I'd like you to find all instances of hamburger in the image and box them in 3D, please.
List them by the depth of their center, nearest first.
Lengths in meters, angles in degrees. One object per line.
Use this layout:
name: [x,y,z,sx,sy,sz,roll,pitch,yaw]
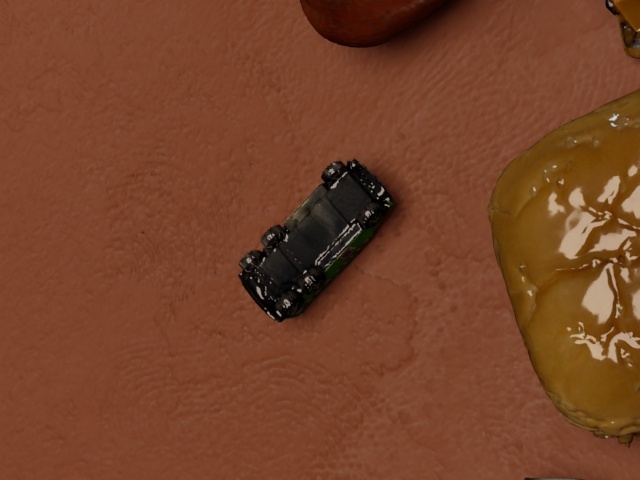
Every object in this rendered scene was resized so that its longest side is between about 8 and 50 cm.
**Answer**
hamburger: [0.297,0.016,1.464,0.319,0.158,0.318,-1,87,26]

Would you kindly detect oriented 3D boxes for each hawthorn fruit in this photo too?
hawthorn fruit: [0.075,-0.262,1.612,0.203,0.162,0.162,-11,80,5]

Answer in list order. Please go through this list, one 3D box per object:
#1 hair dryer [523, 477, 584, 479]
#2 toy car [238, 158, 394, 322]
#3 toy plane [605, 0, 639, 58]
hair dryer: [0.282,0.278,1.508,0.236,0.073,0.131,5,89,17]
toy car: [0.000,0.000,1.662,0.165,0.062,0.071,-47,69,15]
toy plane: [0.353,-0.301,1.493,0.316,0.204,0.103,-37,31,3]
